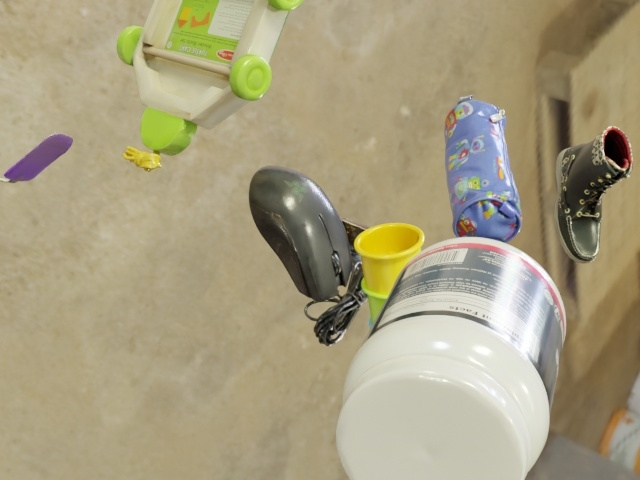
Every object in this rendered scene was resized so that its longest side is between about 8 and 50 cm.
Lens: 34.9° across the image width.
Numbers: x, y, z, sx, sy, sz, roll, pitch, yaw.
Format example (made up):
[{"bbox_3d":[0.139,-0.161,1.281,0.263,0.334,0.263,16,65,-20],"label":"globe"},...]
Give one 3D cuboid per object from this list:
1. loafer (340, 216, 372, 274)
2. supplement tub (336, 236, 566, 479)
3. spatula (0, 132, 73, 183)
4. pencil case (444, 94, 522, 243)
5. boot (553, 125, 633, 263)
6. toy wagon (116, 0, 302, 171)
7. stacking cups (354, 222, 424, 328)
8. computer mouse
[{"bbox_3d":[0.149,0.061,2.241,0.134,0.366,0.130,-63,163,-5],"label":"loafer"},{"bbox_3d":[0.132,0.129,0.991,0.272,0.191,0.191,-54,151,-60],"label":"supplement tub"},{"bbox_3d":[-0.463,-0.072,1.360,0.084,0.296,0.030,6,63,-80],"label":"spatula"},{"bbox_3d":[0.295,-0.130,1.858,0.119,0.133,0.306,30,40,-26],"label":"pencil case"},{"bbox_3d":[0.519,-0.087,1.930,0.085,0.178,0.236,3,75,-15],"label":"boot"},{"bbox_3d":[-0.158,-0.248,1.320,0.068,0.267,0.344,19,92,-48],"label":"toy wagon"},{"bbox_3d":[0.119,0.133,1.414,0.096,0.096,0.316,-36,126,-38],"label":"stacking cups"},{"bbox_3d":[0.000,0.000,1.499,0.272,0.072,0.188,55,48,-15],"label":"computer mouse"}]
